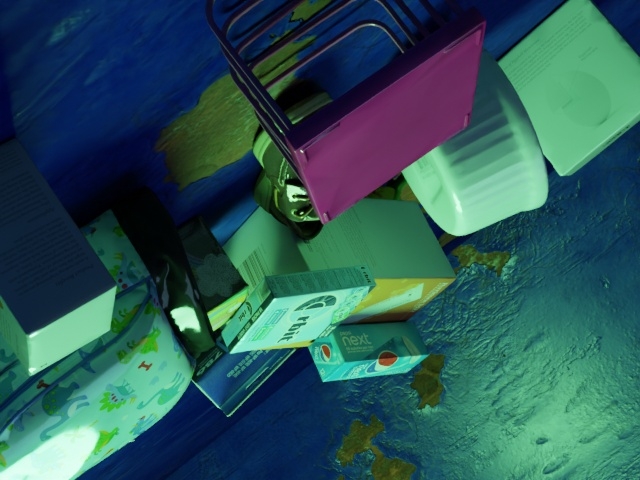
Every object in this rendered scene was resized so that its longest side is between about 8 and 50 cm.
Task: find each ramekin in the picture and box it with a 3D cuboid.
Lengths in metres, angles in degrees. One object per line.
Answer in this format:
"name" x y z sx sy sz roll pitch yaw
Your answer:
"ramekin" 0.192 -0.141 1.488 0.135 0.277 0.277 -28 168 -6

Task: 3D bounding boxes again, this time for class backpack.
"backpack" -0.302 0.141 1.244 0.355 0.273 0.290 -21 153 -8

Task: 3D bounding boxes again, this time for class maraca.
"maraca" 0.110 -0.059 1.994 0.127 0.099 0.185 -23 -151 53

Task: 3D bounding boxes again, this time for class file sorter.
"file sorter" 0.023 -0.173 1.061 0.202 0.182 0.290 -35 168 -3

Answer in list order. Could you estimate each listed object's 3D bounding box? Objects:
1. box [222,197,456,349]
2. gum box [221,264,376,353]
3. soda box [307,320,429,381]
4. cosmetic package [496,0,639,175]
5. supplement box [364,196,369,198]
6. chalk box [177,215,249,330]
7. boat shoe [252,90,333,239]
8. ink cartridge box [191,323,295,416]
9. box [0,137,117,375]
"box" 0.019 0.054 1.756 0.345 0.168 0.215 1 144 -44
"gum box" -0.032 0.100 1.550 0.184 0.041 0.157 -5 149 -36
"soda box" 0.085 0.187 1.791 0.210 0.071 0.067 0 146 -43
"cosmetic package" 0.439 -0.266 1.808 0.224 0.224 0.138 -40 170 18
"supplement box" 0.000 0.000 1.938 0.233 0.080 0.078 -42 165 34
"chalk box" -0.226 0.089 1.489 0.213 0.132 0.132 -32 167 -17
"boat shoe" -0.016 -0.086 1.433 0.123 0.123 0.342 -33 168 -19
"ink cartridge box" -0.165 0.199 1.883 0.165 0.065 0.333 -44 -163 -11
"box" -0.273 0.018 0.970 0.091 0.170 0.130 -31 168 -24
